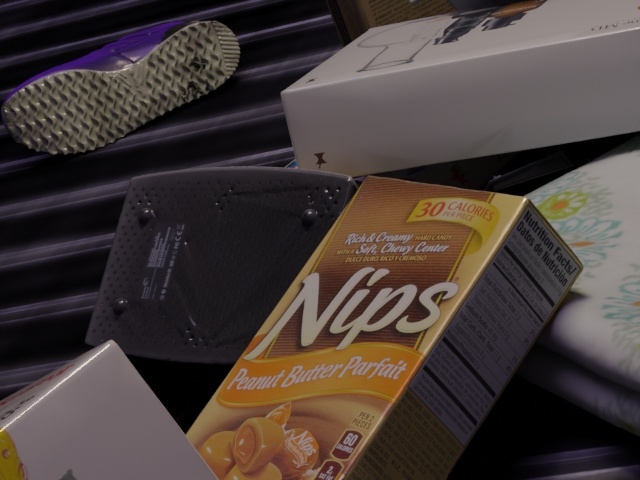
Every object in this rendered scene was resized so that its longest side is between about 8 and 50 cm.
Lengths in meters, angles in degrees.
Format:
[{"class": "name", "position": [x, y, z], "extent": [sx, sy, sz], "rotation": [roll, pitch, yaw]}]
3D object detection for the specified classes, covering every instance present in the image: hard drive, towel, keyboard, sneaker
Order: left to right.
[{"class": "sneaker", "position": [-0.247, -0.190, 2.412], "extent": [0.293, 0.102, 0.146], "rotation": [-20, 19, -11]}, {"class": "hard drive", "position": [-0.076, 0.026, 1.645], "extent": [0.255, 0.054, 0.172], "rotation": [1, 70, 41]}, {"class": "keyboard", "position": [0.202, -0.062, 1.754], "extent": [0.108, 0.023, 0.180], "rotation": [-17, -3, 10]}, {"class": "towel", "position": [0.277, 0.012, 1.520], "extent": [0.320, 0.090, 0.374], "rotation": [-24, 23, -22]}]

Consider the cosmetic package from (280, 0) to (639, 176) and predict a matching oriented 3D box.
[{"class": "cosmetic package", "position": [0.188, -0.154, 1.781], "extent": [0.377, 0.097, 0.284], "rotation": [-9, 16, 20]}]

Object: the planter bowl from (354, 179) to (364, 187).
[{"class": "planter bowl", "position": [0.000, 0.000, 1.728], "extent": [0.217, 0.090, 0.217], "rotation": [-4, 16, 1]}]

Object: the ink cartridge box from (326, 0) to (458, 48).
[{"class": "ink cartridge box", "position": [0.125, -0.284, 2.175], "extent": [0.235, 0.193, 0.088], "rotation": [-29, 25, -19]}]

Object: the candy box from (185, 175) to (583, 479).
[{"class": "candy box", "position": [0.028, 0.105, 1.426], "extent": [0.183, 0.087, 0.316], "rotation": [11, 60, 51]}]

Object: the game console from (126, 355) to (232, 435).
[{"class": "game console", "position": [-0.028, 0.111, 1.642], "extent": [0.361, 0.044, 0.213], "rotation": [-3, 29, 34]}]

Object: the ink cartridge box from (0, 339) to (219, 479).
[{"class": "ink cartridge box", "position": [-0.208, 0.233, 1.271], "extent": [0.270, 0.197, 0.198], "rotation": [-39, 6, -37]}]

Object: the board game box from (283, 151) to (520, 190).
[{"class": "board game box", "position": [0.093, -0.091, 1.961], "extent": [0.193, 0.053, 0.305], "rotation": [5, 34, 43]}]

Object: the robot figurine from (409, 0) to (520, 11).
[{"class": "robot figurine", "position": [0.234, -0.330, 1.935], "extent": [0.300, 0.199, 0.353], "rotation": [-11, -16, -43]}]
